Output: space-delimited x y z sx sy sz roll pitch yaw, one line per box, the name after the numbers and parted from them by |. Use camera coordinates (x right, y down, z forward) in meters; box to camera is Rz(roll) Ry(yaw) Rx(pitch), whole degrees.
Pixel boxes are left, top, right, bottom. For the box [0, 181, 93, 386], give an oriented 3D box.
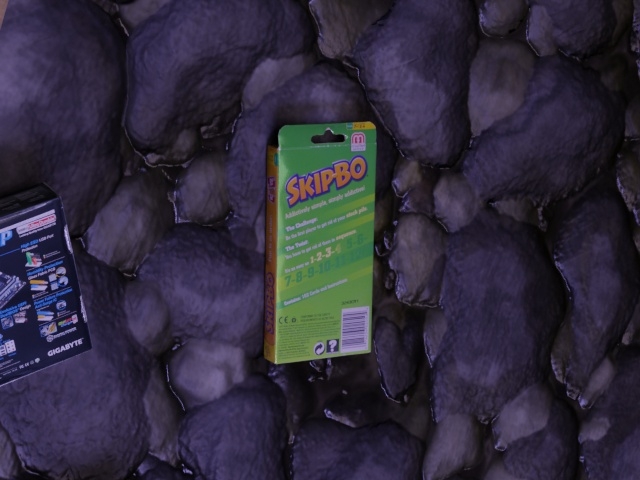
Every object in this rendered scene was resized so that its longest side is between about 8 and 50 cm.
-0.340 0.061 1.658 0.220 0.051 0.175 -22 119 -24 | box

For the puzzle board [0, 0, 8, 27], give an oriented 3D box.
-0.358 -0.241 1.629 0.128 0.011 0.096 15 93 -31 | puzzle board

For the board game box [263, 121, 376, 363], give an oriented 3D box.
0.000 0.000 1.867 0.124 0.039 0.259 -5 104 -30 | board game box
